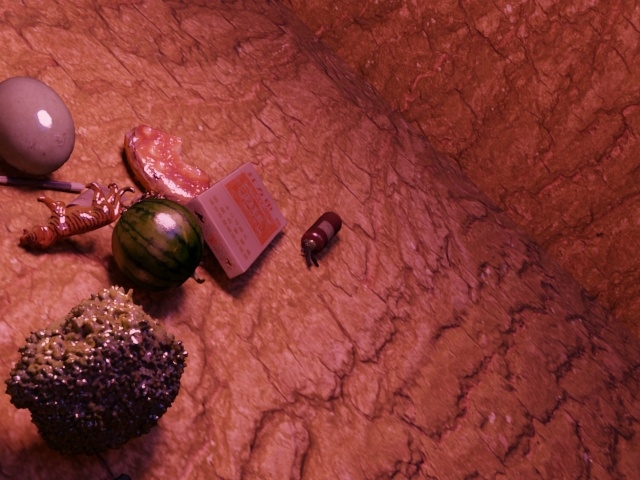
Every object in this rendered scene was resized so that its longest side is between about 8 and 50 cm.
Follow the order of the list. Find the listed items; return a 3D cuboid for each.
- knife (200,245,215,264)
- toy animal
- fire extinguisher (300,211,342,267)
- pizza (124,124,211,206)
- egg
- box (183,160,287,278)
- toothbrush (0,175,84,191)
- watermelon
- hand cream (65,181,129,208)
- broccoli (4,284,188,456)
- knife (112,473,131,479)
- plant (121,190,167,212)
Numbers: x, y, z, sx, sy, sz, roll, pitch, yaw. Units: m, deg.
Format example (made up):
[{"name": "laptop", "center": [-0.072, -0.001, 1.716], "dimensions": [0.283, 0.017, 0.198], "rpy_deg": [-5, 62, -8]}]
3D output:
[{"name": "knife", "center": [-0.290, 0.028, 1.556], "dimensions": [0.343, 0.027, 0.061], "rpy_deg": [9, 47, -43]}, {"name": "toy animal", "center": [-0.483, -0.053, 1.333], "dimensions": [0.241, 0.057, 0.099], "rpy_deg": [-19, 76, -25]}, {"name": "fire extinguisher", "center": [0.000, 0.000, 1.890], "dimensions": [0.099, 0.071, 0.231], "rpy_deg": [65, 27, -15]}, {"name": "pizza", "center": [-0.374, -0.160, 1.645], "dimensions": [0.305, 0.085, 0.161], "rpy_deg": [48, 47, 7]}, {"name": "egg", "center": [-0.609, -0.240, 1.398], "dimensions": [0.169, 0.169, 0.236], "rpy_deg": [-3, 56, -51]}, {"name": "box", "center": [-0.198, -0.063, 1.655], "dimensions": [0.204, 0.051, 0.365], "rpy_deg": [59, 21, -10]}, {"name": "toothbrush", "center": [-0.627, -0.123, 1.373], "dimensions": [0.288, 0.024, 0.026], "rpy_deg": [3, 33, -46]}, {"name": "watermelon", "center": [-0.324, 0.016, 1.374], "dimensions": [0.215, 0.188, 0.188], "rpy_deg": [39, 30, -7]}, {"name": "hand cream", "center": [-0.494, -0.079, 1.444], "dimensions": [0.087, 0.054, 0.186], "rpy_deg": [26, 25, 0]}, {"name": "broccoli", "center": [-0.346, 0.206, 1.076], "dimensions": [0.288, 0.236, 0.259], "rpy_deg": [63, 6, -51]}, {"name": "knife", "center": [-0.361, 0.395, 1.014], "dimensions": [0.023, 0.010, 0.170], "rpy_deg": [52, 33, 17]}, {"name": "plant", "center": [-0.389, -0.084, 1.503], "dimensions": [0.105, 0.122, 0.116], "rpy_deg": [19, 43, -15]}]
